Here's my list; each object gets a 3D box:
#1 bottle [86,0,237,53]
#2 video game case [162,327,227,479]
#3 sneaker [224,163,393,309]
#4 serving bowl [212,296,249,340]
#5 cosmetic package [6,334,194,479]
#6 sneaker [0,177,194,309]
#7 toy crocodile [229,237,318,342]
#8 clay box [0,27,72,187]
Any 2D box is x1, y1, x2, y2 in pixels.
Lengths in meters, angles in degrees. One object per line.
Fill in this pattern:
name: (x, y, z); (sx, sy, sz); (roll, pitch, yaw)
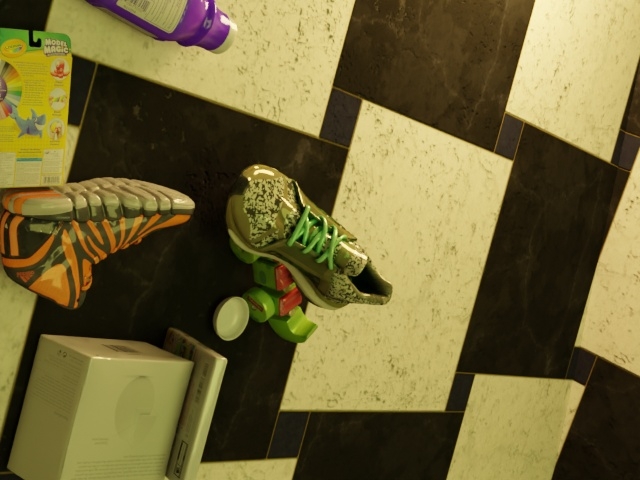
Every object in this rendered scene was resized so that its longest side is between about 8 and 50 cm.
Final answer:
bottle: (-0.242, -0.369, 1.595); (0.283, 0.092, 0.118); (21, 88, -52)
video game case: (-0.237, 0.280, 1.750); (0.026, 0.206, 0.227); (13, 93, -32)
sneaker: (0.000, 0.000, 1.808); (0.410, 0.182, 0.158); (40, 69, -45)
serving bowl: (-0.171, 0.142, 1.919); (0.083, 0.027, 0.083); (-20, 117, -45)
cosmetic package: (-0.350, 0.280, 1.664); (0.224, 0.138, 0.224); (13, 92, -51)
sneaker: (-0.347, 0.003, 1.601); (0.321, 0.125, 0.180); (-4, 111, -39)
toy crocodile: (-0.084, 0.045, 1.926); (0.115, 0.105, 0.340); (-35, 128, -38)
clay box: (-0.424, -0.188, 1.473); (0.127, 0.053, 0.222); (-6, 106, -49)
